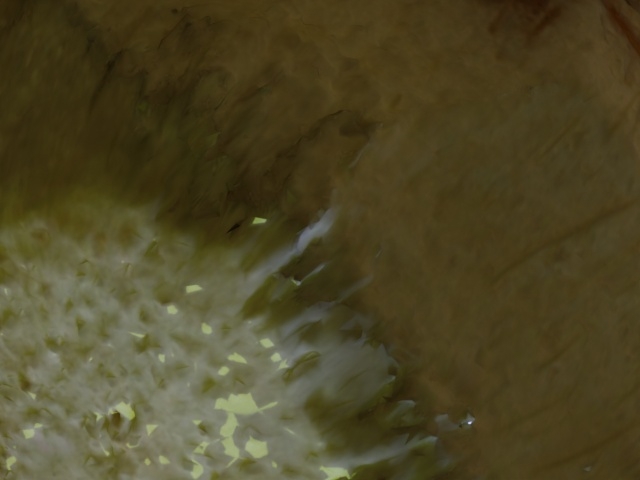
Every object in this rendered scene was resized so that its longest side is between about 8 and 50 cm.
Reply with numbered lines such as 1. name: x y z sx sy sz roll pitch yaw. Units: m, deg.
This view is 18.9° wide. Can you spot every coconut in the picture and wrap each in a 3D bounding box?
1. coconut: 0.000 0.000 0.852 0.345 0.415 0.415 -8 156 25
